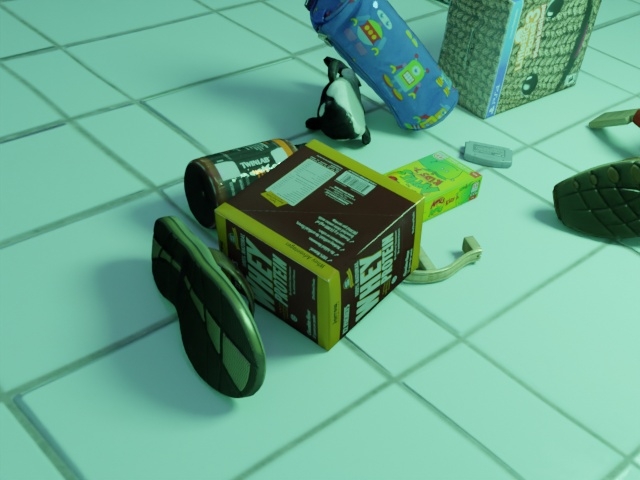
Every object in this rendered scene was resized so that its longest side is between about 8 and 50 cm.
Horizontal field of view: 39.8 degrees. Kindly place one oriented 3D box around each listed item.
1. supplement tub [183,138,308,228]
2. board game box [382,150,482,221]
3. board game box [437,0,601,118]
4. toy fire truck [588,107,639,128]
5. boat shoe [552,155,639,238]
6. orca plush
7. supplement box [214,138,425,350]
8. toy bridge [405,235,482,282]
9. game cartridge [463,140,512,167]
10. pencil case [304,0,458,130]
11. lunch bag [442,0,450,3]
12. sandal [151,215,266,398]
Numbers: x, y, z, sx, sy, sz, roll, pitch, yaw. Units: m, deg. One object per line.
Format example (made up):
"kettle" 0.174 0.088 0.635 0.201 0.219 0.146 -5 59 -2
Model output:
"supplement tub" -0.093 -0.090 1.294 0.197 0.106 0.106 -19 44 -31
"board game box" 0.158 -0.079 1.378 0.181 0.043 0.092 -24 47 -36
"board game box" 0.380 -0.396 1.691 0.291 0.232 0.141 -24 46 -34
"toy fire truck" 0.631 -0.205 1.577 0.217 0.158 0.246 -21 55 -33
"boat shoe" 0.527 -0.081 1.377 0.323 0.123 0.120 -8 12 7
"orca plush" 0.011 -0.238 1.523 0.102 0.151 0.287 -22 38 13
"supplement box" 0.000 0.000 1.145 0.191 0.129 0.194 31 52 28
"toy bridge" 0.142 0.032 1.239 0.188 0.026 0.063 -8 40 -18
"game cartridge" 0.288 -0.147 1.520 0.083 0.017 0.056 12 33 6
"pencil case" 0.107 -0.315 1.502 0.133 0.306 0.119 -49 30 -6
"lunch bag" 0.385 -0.750 2.044 0.327 0.386 0.239 26 40 25
"sandal" -0.128 0.063 1.079 0.086 0.120 0.303 2 34 -32
